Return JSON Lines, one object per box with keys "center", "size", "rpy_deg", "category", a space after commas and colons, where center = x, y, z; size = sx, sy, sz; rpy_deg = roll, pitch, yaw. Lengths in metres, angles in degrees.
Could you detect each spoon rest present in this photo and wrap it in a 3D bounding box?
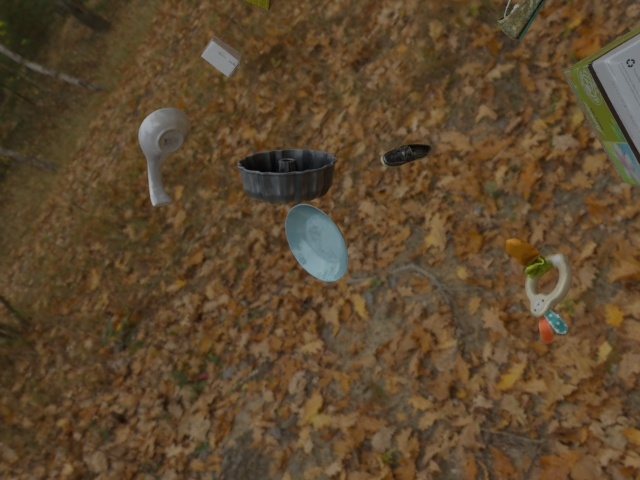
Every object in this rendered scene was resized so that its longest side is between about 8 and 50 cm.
{"center": [-0.412, -0.223, 1.759], "size": [0.084, 0.137, 0.276], "rpy_deg": [48, 135, 38], "category": "spoon rest"}

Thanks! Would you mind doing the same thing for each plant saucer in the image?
{"center": [0.000, 0.000, 1.543], "size": [0.037, 0.195, 0.195], "rpy_deg": [-32, 12, -37], "category": "plant saucer"}

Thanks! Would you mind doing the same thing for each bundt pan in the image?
{"center": [-0.104, -0.206, 2.220], "size": [0.331, 0.331, 0.124], "rpy_deg": [-141, 44, -61], "category": "bundt pan"}

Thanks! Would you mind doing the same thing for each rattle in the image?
{"center": [0.477, 0.109, 1.501], "size": [0.130, 0.143, 0.199], "rpy_deg": [-3, 64, 46], "category": "rattle"}

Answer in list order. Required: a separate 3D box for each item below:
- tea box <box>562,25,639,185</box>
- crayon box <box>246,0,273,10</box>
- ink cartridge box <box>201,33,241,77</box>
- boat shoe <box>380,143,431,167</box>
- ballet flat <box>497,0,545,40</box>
{"center": [0.760, -0.309, 1.529], "size": [0.220, 0.329, 0.323], "rpy_deg": [-30, 5, 9], "category": "tea box"}
{"center": [-0.233, -0.619, 1.403], "size": [0.202, 0.318, 0.081], "rpy_deg": [130, 161, -76], "category": "crayon box"}
{"center": [-0.280, -0.526, 1.921], "size": [0.056, 0.099, 0.135], "rpy_deg": [-48, 18, 16], "category": "ink cartridge box"}
{"center": [0.235, -0.239, 1.852], "size": [0.056, 0.152, 0.049], "rpy_deg": [66, 153, 9], "category": "boat shoe"}
{"center": [0.665, -0.779, 2.063], "size": [0.348, 0.123, 0.123], "rpy_deg": [-56, 24, 36], "category": "ballet flat"}
